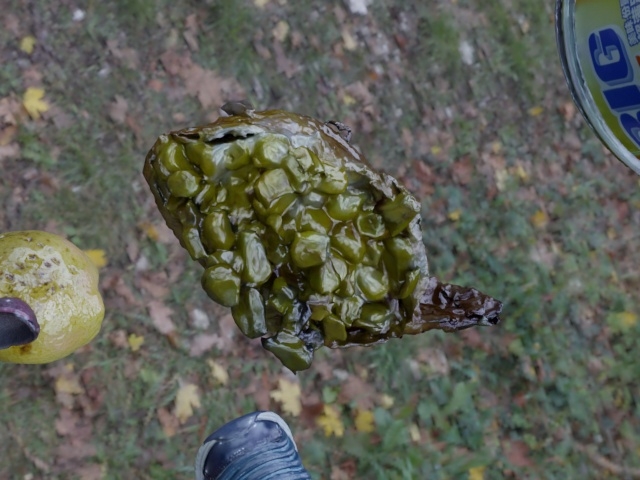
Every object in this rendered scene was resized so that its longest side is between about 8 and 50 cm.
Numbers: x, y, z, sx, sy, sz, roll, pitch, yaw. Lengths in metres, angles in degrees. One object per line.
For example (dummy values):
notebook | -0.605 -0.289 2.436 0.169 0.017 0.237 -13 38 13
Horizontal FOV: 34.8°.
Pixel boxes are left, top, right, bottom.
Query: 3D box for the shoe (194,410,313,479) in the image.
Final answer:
shoe | -0.024 0.160 0.589 0.071 0.064 0.143 40 -23 59

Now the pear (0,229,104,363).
pear | -0.347 0.072 1.235 0.178 0.178 0.178 44 35 -41

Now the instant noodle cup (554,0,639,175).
instant noodle cup | 0.353 -0.175 0.746 0.296 0.296 0.214 64 -16 -9

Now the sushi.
sushi | -0.003 -0.001 0.830 0.296 0.167 0.179 48 3 -24

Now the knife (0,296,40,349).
knife | -0.341 0.085 0.789 0.053 0.278 0.123 -94 160 -48
